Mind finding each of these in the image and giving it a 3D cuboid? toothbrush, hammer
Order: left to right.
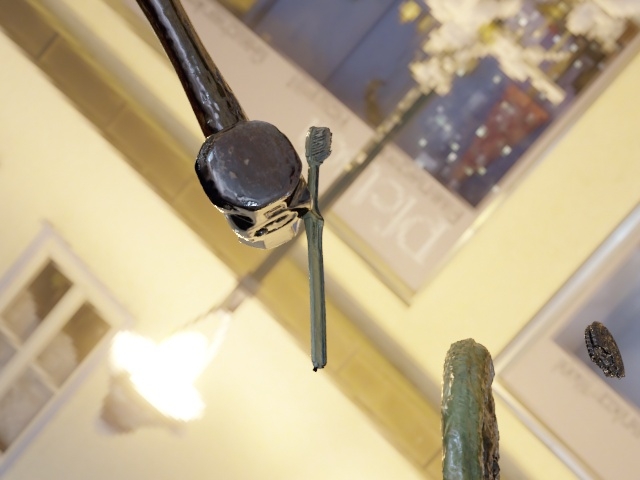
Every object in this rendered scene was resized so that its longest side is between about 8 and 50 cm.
[{"bbox_3d":[-0.138,-0.185,1.470,0.409,0.095,0.242,60,180,5],"label":"hammer"},{"bbox_3d":[-0.004,0.002,1.525,0.026,0.028,0.294,30,-129,-40],"label":"toothbrush"}]

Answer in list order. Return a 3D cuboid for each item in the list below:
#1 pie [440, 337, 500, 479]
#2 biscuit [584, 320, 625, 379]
[{"bbox_3d":[0.159,0.251,1.517,0.323,0.070,0.323,-4,-90,-84],"label":"pie"},{"bbox_3d":[0.378,0.149,1.955,0.087,0.027,0.089,65,-159,1],"label":"biscuit"}]
